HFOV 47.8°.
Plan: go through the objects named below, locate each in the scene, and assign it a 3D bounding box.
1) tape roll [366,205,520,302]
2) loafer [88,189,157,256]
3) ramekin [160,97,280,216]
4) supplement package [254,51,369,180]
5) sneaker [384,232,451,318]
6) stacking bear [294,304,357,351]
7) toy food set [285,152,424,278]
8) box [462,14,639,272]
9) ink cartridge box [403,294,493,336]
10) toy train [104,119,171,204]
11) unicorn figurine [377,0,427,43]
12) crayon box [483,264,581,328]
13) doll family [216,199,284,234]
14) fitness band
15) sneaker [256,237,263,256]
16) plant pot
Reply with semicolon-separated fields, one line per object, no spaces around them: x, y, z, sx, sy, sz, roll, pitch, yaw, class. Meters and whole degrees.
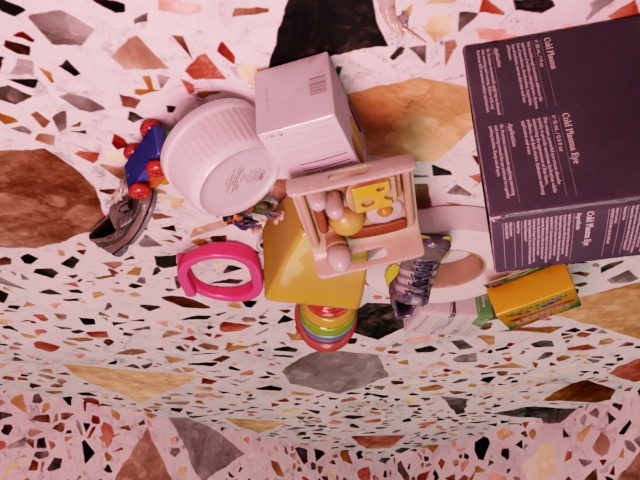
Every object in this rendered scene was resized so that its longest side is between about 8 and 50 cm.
0.294;0.043;1.752;0.392;0.072;0.392;-1;150;0;tape roll
-0.432;-0.038;1.561;0.084;0.096;0.267;20;147;-23;loafer
-0.168;-0.138;1.281;0.207;0.109;0.207;-28;150;-18;ramekin
-0.007;-0.185;1.263;0.134;0.139;0.244;-13;151;14;supplement package
0.223;0.079;1.617;0.111;0.121;0.300;2;151;-7;sneaker
0.020;0.158;1.873;0.175;0.164;0.289;0;146;-2;stacking bear
0.074;-0.032;1.309;0.220;0.092;0.306;-13;150;3;toy food set
0.404;-0.152;1.132;0.312;0.343;0.179;-8;149;13;box
0.350;0.198;2.014;0.208;0.087;0.153;6;150;-14;ink cartridge box
-0.311;-0.127;1.409;0.143;0.105;0.248;3;153;-36;toy train
0.095;-0.357;0.988;0.060;0.111;0.162;-11;149;16;unicorn figurine
0.541;0.140;1.828;0.202;0.081;0.318;-23;158;17;crayon box
-0.170;-0.063;1.545;0.111;0.076;0.193;16;150;-36;doll family
-0.251;0.086;1.826;0.209;0.054;0.291;-2;152;1;fitness band
-0.073;0.013;1.681;0.161;0.057;0.075;-2;171;7;sneaker
0.000;0.000;1.545;0.212;0.212;0.187;7;138;-14;plant pot
